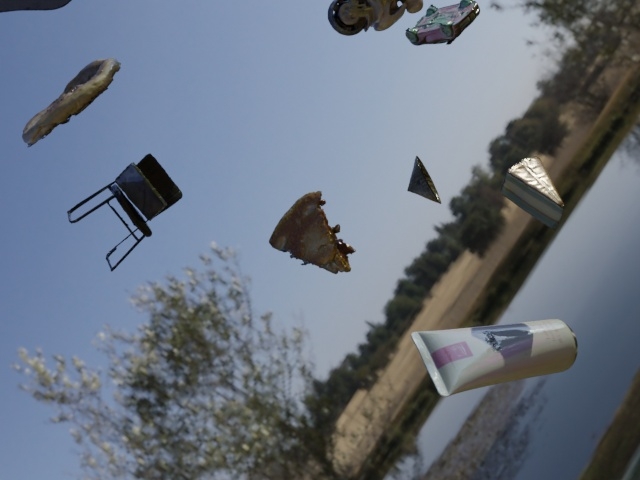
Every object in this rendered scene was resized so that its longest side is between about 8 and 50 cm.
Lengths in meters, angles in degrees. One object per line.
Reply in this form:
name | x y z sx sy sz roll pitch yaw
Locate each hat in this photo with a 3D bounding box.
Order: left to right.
hat | 0.262 -0.147 2.428 0.067 0.146 0.146 -28 -3 12

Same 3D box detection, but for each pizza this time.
pizza | 0.000 0.001 1.827 0.154 0.194 0.069 -49 -25 10

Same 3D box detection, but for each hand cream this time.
hand cream | 0.392 0.248 2.014 0.358 0.186 0.118 -5 -45 -19

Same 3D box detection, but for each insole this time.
insole | -0.627 -0.503 1.845 0.007 0.327 0.111 50 -126 -59

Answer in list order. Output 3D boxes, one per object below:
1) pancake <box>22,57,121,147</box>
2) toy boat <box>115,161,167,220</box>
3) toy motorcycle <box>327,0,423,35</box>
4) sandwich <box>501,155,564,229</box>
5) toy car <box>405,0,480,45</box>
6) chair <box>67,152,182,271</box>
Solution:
pancake | -0.556 -0.314 2.028 0.282 0.049 0.282 -35 23 17
toy boat | -0.375 -0.102 1.897 0.063 0.115 0.016 -39 0 26
toy motorcycle | 0.152 -0.629 2.169 0.108 0.222 0.341 162 123 -74
sandwich | 0.513 -0.114 2.077 0.113 0.163 0.079 -30 -36 -32
toy car | 0.193 -0.335 1.416 0.069 0.055 0.142 -49 26 -20
chair | -0.400 -0.066 1.916 0.221 0.140 0.145 -38 21 -8
